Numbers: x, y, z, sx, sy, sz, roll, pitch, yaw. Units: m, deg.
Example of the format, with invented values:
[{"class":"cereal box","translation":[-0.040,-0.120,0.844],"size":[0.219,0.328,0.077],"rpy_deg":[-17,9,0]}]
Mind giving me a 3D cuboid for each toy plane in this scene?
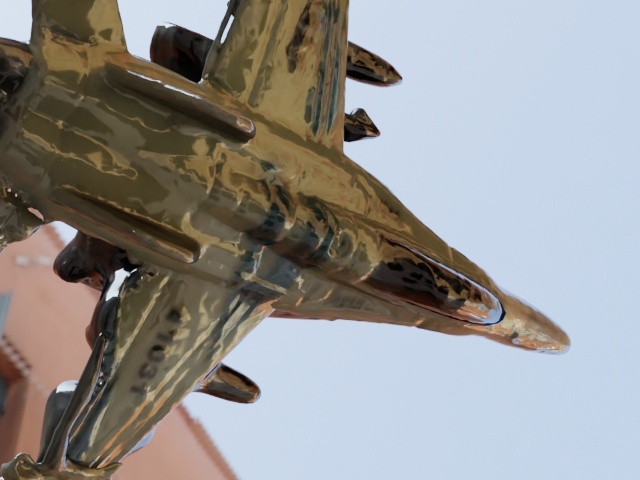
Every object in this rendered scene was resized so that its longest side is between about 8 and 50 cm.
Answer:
[{"class":"toy plane","translation":[-0.008,-0.004,0.531],"size":[0.262,0.088,0.192],"rpy_deg":[25,-91,-55]}]
